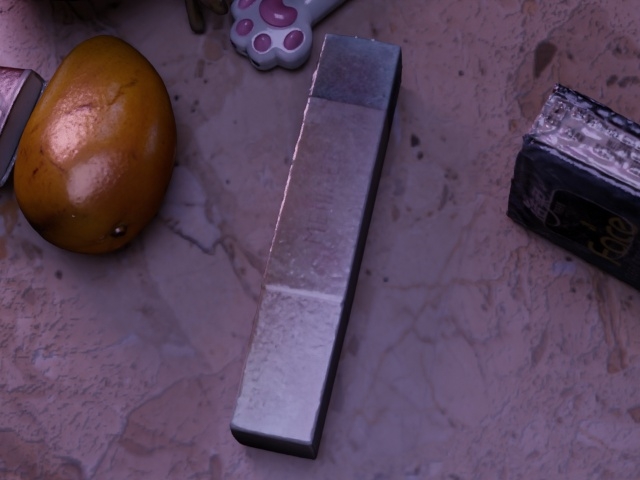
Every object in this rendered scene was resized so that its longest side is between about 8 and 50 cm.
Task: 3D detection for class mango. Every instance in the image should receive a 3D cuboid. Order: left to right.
[{"bbox_3d":[-0.202,-0.092,1.088,0.145,0.112,0.219,-2,66,12],"label":"mango"}]

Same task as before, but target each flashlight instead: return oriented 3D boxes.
[{"bbox_3d":[-0.002,-0.246,1.167,0.200,0.047,0.093,-43,72,-11],"label":"flashlight"}]

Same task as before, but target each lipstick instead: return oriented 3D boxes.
[{"bbox_3d":[0.000,0.000,1.059,0.076,0.080,0.371,11,71,7],"label":"lipstick"}]

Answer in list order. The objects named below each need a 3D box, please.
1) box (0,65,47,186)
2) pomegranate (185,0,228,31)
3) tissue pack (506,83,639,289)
[{"bbox_3d":[-0.355,-0.116,1.126,0.177,0.036,0.115,9,68,23],"label":"box"},{"bbox_3d":[-0.209,-0.355,1.132,0.323,0.291,0.291,19,65,-34],"label":"pomegranate"},{"bbox_3d":[0.274,-0.018,0.997,0.235,0.173,0.073,30,73,13],"label":"tissue pack"}]
